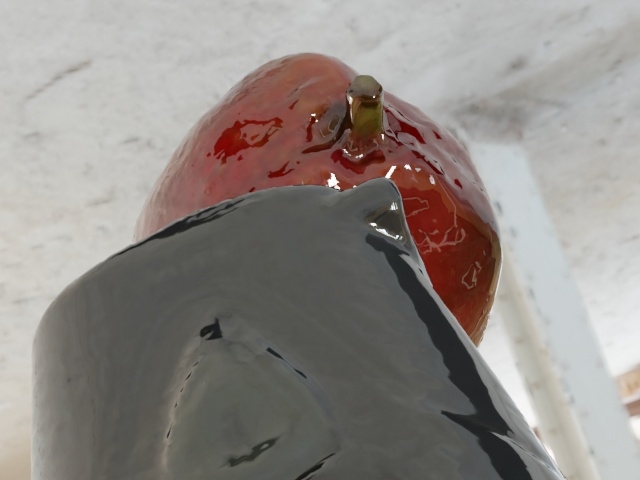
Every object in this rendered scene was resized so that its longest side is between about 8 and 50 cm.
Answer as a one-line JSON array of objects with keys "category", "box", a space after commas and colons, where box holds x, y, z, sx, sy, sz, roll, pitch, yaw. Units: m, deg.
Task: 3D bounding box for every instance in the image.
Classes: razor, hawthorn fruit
[{"category": "razor", "box": [-0.011, 0.107, 0.481, 0.204, 0.349, 0.113, -23, 121, 0]}, {"category": "hawthorn fruit", "box": [0.000, 0.000, 0.899, 0.265, 0.265, 0.307, -9, 138, -22]}]
